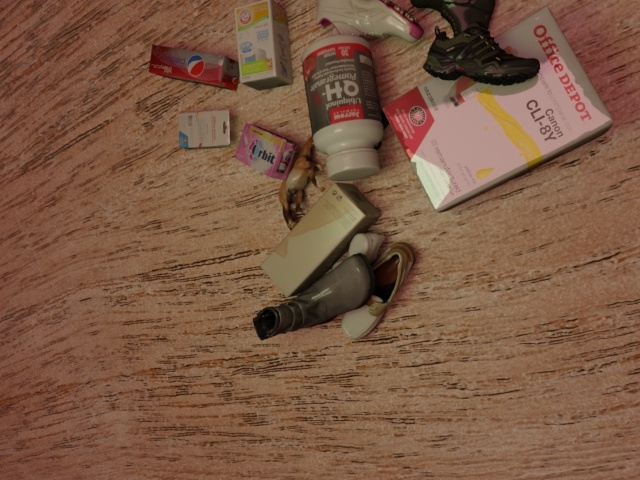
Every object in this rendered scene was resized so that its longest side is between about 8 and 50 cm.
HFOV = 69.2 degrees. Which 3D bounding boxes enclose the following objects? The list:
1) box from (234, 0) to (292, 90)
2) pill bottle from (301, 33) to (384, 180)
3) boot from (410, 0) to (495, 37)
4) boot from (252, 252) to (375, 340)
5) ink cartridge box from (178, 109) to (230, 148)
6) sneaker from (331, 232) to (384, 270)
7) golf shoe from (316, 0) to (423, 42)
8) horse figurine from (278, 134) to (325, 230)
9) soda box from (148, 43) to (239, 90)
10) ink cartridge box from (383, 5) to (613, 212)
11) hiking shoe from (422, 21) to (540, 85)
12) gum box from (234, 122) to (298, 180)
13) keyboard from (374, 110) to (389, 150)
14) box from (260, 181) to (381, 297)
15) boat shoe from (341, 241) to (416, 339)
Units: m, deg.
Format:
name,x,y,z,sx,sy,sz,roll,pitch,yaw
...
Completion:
name,x,y,z,sx,sy,sz,roll,pitch,yaw
box,-0.154,-0.529,1.266,0.114,0.103,0.203,-2,94,23
pill bottle,0.059,-0.315,1.139,0.176,0.176,0.319,-11,84,23
boot,0.304,-0.522,1.094,0.198,0.077,0.137,10,104,23
boot,-0.025,0.159,1.147,0.118,0.222,0.338,62,142,22
ink cartridge box,-0.331,-0.328,1.382,0.181,0.061,0.104,3,96,23
sneaker,0.104,0.061,1.232,0.080,0.094,0.212,57,137,26
golf shoe,0.114,-0.547,1.159,0.306,0.115,0.140,39,119,22
horse figurine,-0.054,-0.148,1.260,0.263,0.066,0.174,-62,37,26
soda box,-0.372,-0.509,1.366,0.263,0.092,0.083,16,102,21
ink cartridge box,0.380,-0.270,1.034,0.384,0.160,0.279,-28,83,23
hiking shoe,0.320,-0.376,0.918,0.227,0.086,0.114,16,101,25
gum box,-0.149,-0.244,1.279,0.188,0.062,0.107,32,107,40
keyboard,0.110,-0.263,1.224,0.108,0.023,0.180,45,111,13
box,0.000,0.000,1.230,0.311,0.148,0.121,-46,76,19
boat shoe,0.135,0.137,1.207,0.113,0.103,0.302,33,107,17
